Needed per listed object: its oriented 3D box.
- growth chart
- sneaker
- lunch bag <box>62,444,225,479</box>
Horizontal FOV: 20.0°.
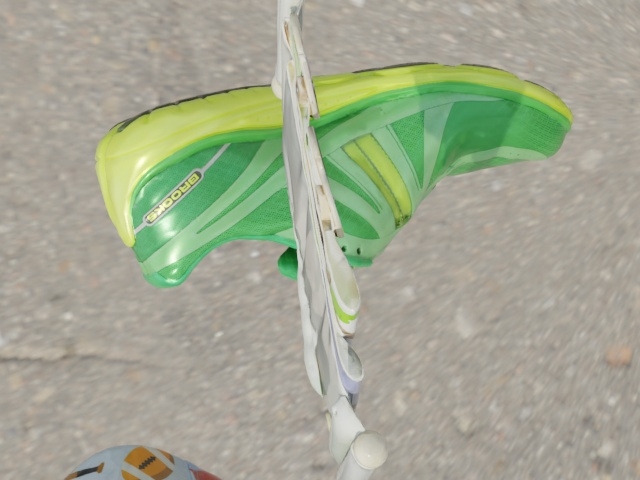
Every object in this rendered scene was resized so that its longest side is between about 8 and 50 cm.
[{"bbox_3d":[0.000,0.000,0.817,0.021,0.172,0.237,-8,81,-6],"label":"growth chart"},{"bbox_3d":[0.012,-0.037,1.064,0.295,0.109,0.123,-11,96,-23],"label":"sneaker"},{"bbox_3d":[-0.090,0.280,1.163,0.243,0.115,0.303,-44,122,14],"label":"lunch bag"}]
